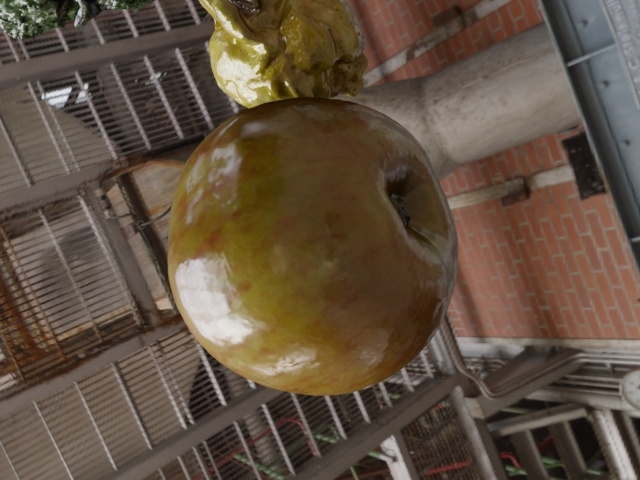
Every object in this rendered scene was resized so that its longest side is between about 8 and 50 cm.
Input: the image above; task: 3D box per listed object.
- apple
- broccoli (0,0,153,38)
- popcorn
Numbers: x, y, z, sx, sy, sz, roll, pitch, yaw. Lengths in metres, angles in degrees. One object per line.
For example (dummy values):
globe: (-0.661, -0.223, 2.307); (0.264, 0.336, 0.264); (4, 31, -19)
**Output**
apple: (0.000, 0.000, 0.795); (0.400, 0.333, 0.400); (22, -133, -26)
broccoli: (-0.267, -0.359, 0.538); (0.304, 0.283, 0.321); (14, -107, -18)
popcorn: (-0.059, -0.277, 0.865); (0.253, 0.190, 0.191); (37, -135, -1)
